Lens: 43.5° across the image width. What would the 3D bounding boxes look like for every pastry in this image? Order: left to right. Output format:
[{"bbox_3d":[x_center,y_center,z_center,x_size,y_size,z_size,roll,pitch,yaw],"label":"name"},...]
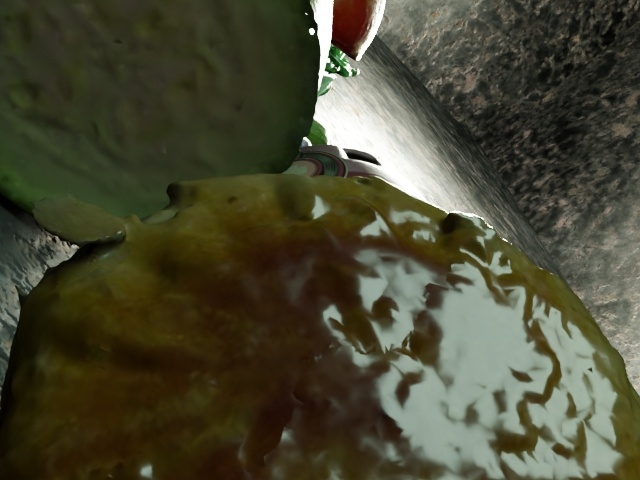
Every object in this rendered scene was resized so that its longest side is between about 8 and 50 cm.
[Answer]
[{"bbox_3d":[0.011,0.104,0.369,0.330,0.329,0.136,58,-24,23],"label":"pastry"}]

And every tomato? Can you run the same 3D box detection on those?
[{"bbox_3d":[0.008,-0.358,1.103,0.200,0.139,0.233,35,16,-27],"label":"tomato"}]

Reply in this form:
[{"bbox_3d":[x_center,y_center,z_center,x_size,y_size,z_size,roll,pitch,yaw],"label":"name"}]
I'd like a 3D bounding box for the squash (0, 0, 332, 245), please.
[{"bbox_3d":[-0.118,-0.188,0.664,0.263,0.263,0.384,44,20,-19],"label":"squash"}]

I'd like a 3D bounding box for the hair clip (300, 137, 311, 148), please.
[{"bbox_3d":[-0.042,-0.065,0.968,0.124,0.052,0.195,21,41,-39],"label":"hair clip"}]

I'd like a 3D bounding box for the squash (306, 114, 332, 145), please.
[{"bbox_3d":[-0.058,-0.166,1.067,0.219,0.068,0.077,35,43,-41],"label":"squash"}]

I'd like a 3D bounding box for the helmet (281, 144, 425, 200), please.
[{"bbox_3d":[0.000,0.000,0.643,0.253,0.198,0.154,-46,121,-83],"label":"helmet"}]

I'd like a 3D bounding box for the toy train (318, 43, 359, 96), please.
[{"bbox_3d":[-0.062,-0.275,1.189,0.188,0.132,0.243,45,17,7],"label":"toy train"}]
